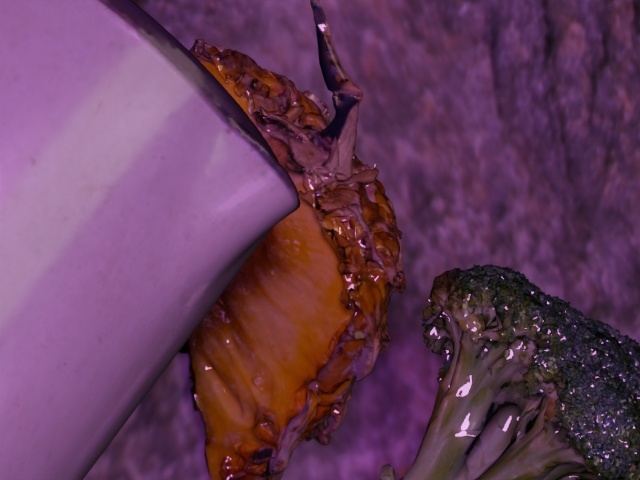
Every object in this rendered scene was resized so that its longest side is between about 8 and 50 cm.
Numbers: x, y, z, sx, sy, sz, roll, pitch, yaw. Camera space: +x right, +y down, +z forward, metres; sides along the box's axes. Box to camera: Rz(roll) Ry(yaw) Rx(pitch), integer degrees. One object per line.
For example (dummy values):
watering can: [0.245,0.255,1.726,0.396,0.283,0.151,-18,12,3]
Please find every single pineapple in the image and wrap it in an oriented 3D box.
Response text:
pineapple: [0.004,0.000,1.310,0.161,0.158,0.334,1,76,-45]

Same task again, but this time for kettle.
kettle: [-0.249,0.030,0.946,0.376,0.361,0.250,-51,144,-15]

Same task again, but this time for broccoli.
broccoli: [0.125,0.155,1.359,0.269,0.254,0.269,1,85,-16]
